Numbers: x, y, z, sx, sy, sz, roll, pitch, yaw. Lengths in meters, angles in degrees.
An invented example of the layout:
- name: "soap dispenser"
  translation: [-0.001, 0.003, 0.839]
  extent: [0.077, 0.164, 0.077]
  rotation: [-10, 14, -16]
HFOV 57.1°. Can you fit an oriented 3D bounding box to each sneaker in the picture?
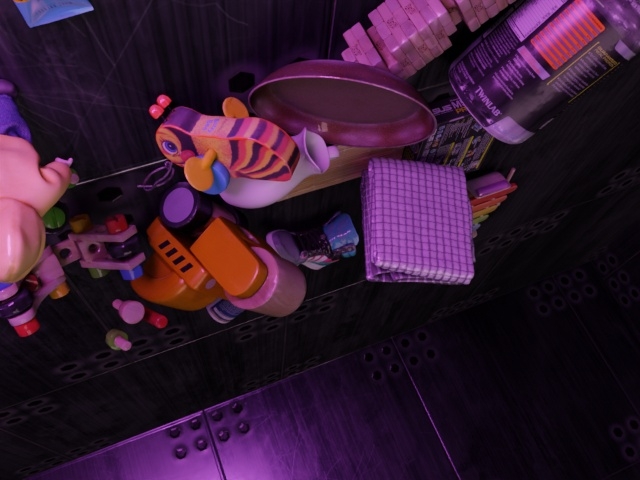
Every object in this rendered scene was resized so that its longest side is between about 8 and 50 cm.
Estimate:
- name: "sneaker"
  translation: [0.000, 0.000, 1.469]
  extent: [0.179, 0.123, 0.296]
  rotation: [-29, 165, 22]

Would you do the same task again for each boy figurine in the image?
- name: "boy figurine"
  translation: [-0.395, -0.078, 0.732]
  extent: [0.177, 0.285, 0.092]
  rotation: [-8, 152, -40]

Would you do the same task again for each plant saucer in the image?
- name: "plant saucer"
  translation: [0.038, -0.223, 0.973]
  extent: [0.311, 0.050, 0.310]
  rotation: [9, 171, 1]

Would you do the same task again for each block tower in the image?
- name: "block tower"
  translation: [0.190, -0.367, 0.923]
  extent: [0.336, 0.090, 0.097]
  rotation: [-33, 156, 18]

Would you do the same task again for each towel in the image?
- name: "towel"
  translation: [0.208, -0.035, 1.285]
  extent: [0.235, 0.283, 0.121]
  rotation: [7, 153, -14]

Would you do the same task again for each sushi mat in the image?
- name: "sushi mat"
  translation: [0.047, -0.170, 1.291]
  extent: [0.317, 0.019, 0.151]
  rotation: [-17, 157, -14]

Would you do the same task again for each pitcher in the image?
- name: "pitcher"
  translation: [-0.077, -0.136, 1.099]
  extent: [0.207, 0.125, 0.178]
  rotation: [-17, 177, 24]

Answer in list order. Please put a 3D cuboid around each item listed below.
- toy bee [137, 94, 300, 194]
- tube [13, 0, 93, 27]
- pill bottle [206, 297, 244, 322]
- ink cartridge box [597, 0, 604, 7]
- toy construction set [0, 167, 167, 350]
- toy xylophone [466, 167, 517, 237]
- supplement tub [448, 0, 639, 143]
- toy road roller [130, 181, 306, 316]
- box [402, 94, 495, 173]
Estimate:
- name: "toy bee"
  translation: [-0.194, -0.151, 0.931]
  extent: [0.299, 0.195, 0.162]
  rotation: [-17, 133, 9]
- name: "tube"
  translation: [-0.323, -0.306, 0.625]
  extent: [0.080, 0.052, 0.207]
  rotation: [-12, 162, -1]
- name: "pill bottle"
  translation: [-0.226, 0.148, 1.608]
  extent: [0.169, 0.094, 0.094]
  rotation: [-36, 154, 27]
- name: "ink cartridge box"
  translation: [0.363, -0.430, 0.840]
  extent: [0.104, 0.181, 0.062]
  rotation: [3, 144, -48]
- name: "toy construction set"
  translation: [-0.446, 0.060, 1.057]
  extent: [0.309, 0.237, 0.257]
  rotation: [48, 67, -34]
- name: "toy xylophone"
  translation: [0.475, -0.108, 1.756]
  extent: [0.237, 0.081, 0.322]
  rotation: [-22, 157, -7]
- name: "supplement tub"
  translation: [0.413, -0.346, 1.036]
  extent: [0.207, 0.207, 0.338]
  rotation: [4, 145, -47]
- name: "toy road roller"
  translation: [-0.216, 0.066, 1.163]
  extent: [0.240, 0.330, 0.202]
  rotation: [-51, 153, 4]
- name: "box"
  translation: [0.300, -0.230, 1.358]
  extent: [0.217, 0.060, 0.270]
  rotation: [-20, 156, -12]
